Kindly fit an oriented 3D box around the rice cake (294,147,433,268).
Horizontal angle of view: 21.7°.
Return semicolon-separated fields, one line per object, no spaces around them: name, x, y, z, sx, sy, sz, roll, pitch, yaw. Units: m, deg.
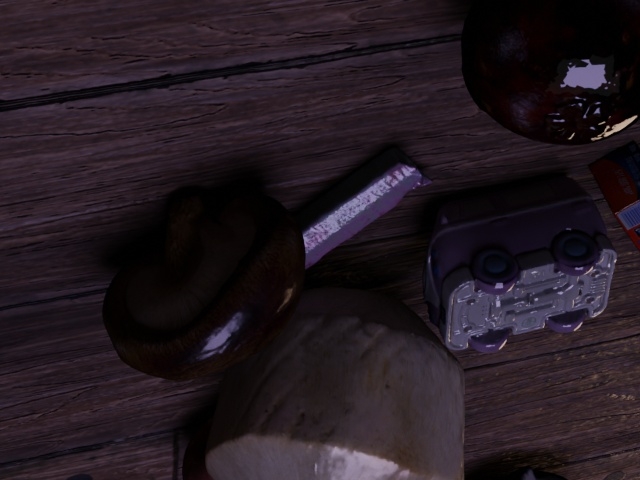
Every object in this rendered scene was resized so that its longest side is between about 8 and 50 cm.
rice cake;-0.003;0.000;1.806;0.290;0.051;0.081;-35;141;19

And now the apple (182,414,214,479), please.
apple;-0.099;0.273;2.034;0.120;0.153;0.153;28;124;-24

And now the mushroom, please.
mushroom;-0.110;0.058;1.713;0.231;0.194;0.138;-24;144;23

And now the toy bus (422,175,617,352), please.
toy bus;0.212;0.027;1.865;0.202;0.142;0.142;-13;143;-11

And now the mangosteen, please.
mangosteen;0.228;-0.187;1.554;0.210;0.210;0.210;-13;143;-10

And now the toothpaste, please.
toothpaste;0.409;-0.002;1.980;0.066;0.076;0.320;-29;142;12

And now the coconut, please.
coconut;0.017;0.221;1.862;0.329;0.329;0.329;-13;143;-10

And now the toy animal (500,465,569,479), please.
toy animal;0.272;0.484;2.428;0.251;0.251;0.310;3;148;-29
